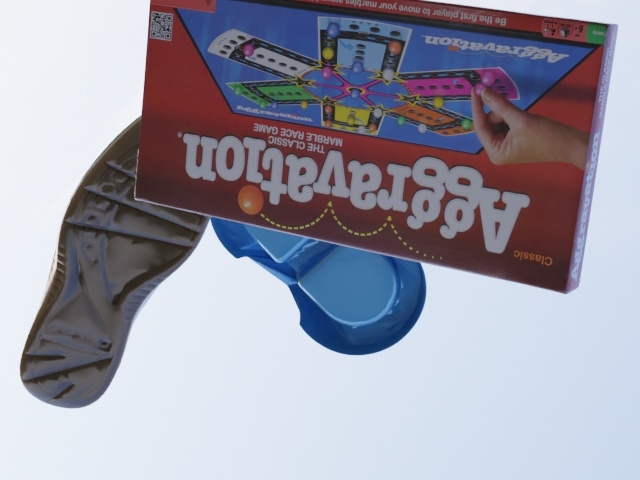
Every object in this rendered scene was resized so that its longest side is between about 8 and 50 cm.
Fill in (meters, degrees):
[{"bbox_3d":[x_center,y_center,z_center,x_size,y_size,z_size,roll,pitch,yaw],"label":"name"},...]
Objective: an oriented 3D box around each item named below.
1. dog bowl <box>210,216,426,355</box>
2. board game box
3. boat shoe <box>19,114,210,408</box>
[{"bbox_3d":[0.000,0.000,1.639,0.166,0.297,0.074,-42,-173,15],"label":"dog bowl"},{"bbox_3d":[0.020,-0.069,0.780,0.281,0.145,0.027,12,-166,26],"label":"board game box"},{"bbox_3d":[-0.170,0.003,1.155,0.098,0.109,0.302,-92,-153,-60],"label":"boat shoe"}]
